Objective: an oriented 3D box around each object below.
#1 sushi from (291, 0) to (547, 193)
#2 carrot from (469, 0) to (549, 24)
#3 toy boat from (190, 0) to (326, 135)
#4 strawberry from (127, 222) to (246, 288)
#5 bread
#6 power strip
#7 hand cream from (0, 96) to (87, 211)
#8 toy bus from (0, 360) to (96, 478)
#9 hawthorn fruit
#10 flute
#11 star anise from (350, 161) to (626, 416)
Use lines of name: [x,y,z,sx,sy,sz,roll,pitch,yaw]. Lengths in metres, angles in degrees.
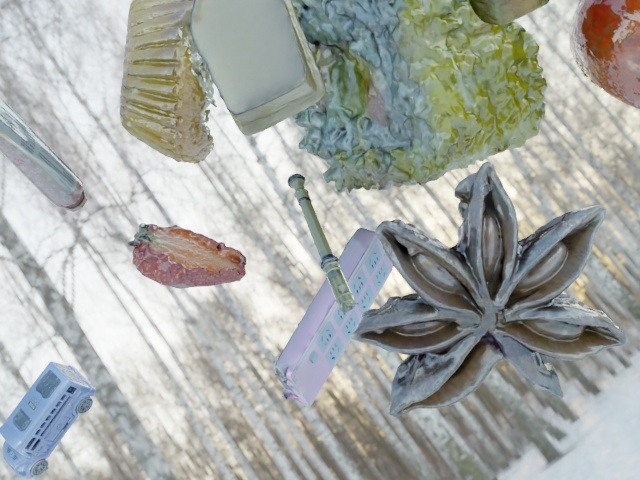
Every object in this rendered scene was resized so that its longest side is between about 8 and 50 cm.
sushi: [0.091,-0.258,1.238,0.240,0.352,0.396,-27,15,-28]
carrot: [0.158,-0.353,0.878,0.114,0.114,0.302,-36,-42,-2]
toy boat: [-0.079,-0.221,0.987,0.116,0.188,0.061,-26,-10,8]
strawberry: [-0.164,0.024,1.111,0.152,0.104,0.048,20,-62,-20]
bread: [-0.229,-0.253,1.395,0.149,0.274,0.274,1,-21,-5]
power strip: [0.023,0.108,1.319,0.279,0.037,0.109,-58,-31,-22]
hand cream: [-0.321,-0.096,0.993,0.043,0.067,0.210,-16,-34,10]
toy bus: [-0.409,0.261,1.322,0.167,0.073,0.076,-54,-31,-4]
hawthorn fruit: [0.485,-0.268,1.147,0.276,0.307,0.276,-35,-28,-22]
flute: [0.000,0.000,1.138,0.027,0.233,0.027,-12,-42,-11]
star anise: [0.126,0.036,0.699,0.212,0.197,0.073,-6,16,0]
